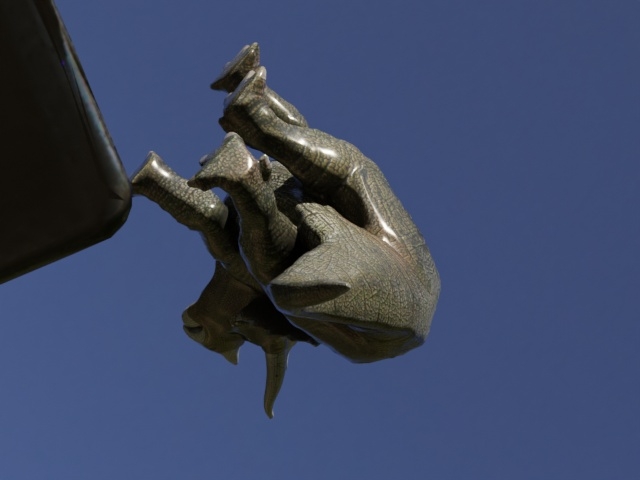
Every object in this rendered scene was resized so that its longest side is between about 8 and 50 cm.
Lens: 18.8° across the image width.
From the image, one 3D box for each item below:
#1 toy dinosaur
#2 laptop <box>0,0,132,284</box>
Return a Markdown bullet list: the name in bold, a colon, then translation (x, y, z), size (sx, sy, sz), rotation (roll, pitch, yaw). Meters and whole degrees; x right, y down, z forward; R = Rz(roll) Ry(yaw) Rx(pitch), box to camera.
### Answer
- **toy dinosaur**: translation (0.000, 0.000, 0.911), size (0.160, 0.121, 0.313), rotation (42, -14, -16)
- **laptop**: translation (-0.292, -0.106, 0.525), size (0.408, 0.236, 0.382), rotation (-20, -88, 62)
